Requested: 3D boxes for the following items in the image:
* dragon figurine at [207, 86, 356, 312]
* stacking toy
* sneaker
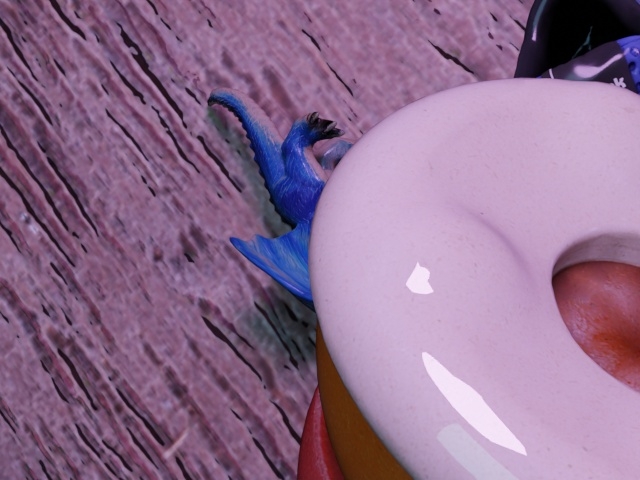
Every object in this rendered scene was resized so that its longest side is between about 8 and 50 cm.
[{"bbox_3d":[0.000,0.000,1.263,0.289,0.085,0.144,29,89,22],"label":"dragon figurine"},{"bbox_3d":[0.098,0.181,1.061,0.350,0.351,0.480,46,135,23],"label":"stacking toy"},{"bbox_3d":[0.183,-0.029,1.149,0.127,0.182,0.315,-22,71,16],"label":"sneaker"}]
